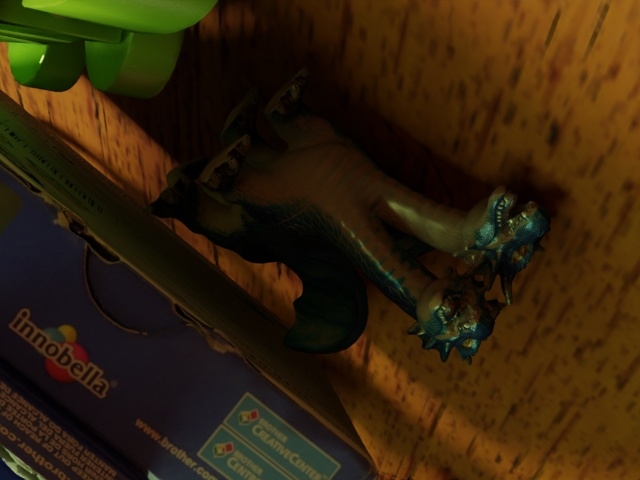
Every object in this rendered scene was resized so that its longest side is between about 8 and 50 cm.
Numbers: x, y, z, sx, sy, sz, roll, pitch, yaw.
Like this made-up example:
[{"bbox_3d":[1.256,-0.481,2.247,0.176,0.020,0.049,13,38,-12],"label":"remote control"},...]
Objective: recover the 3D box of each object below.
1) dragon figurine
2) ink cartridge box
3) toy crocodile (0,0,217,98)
[{"bbox_3d":[0.000,0.000,0.857,0.144,0.085,0.289,45,159,-12],"label":"dragon figurine"},{"bbox_3d":[-0.129,0.054,0.861,0.270,0.151,0.395,40,179,-8],"label":"ink cartridge box"},{"bbox_3d":[-0.144,-0.128,0.825,0.115,0.105,0.340,9,-179,-27],"label":"toy crocodile"}]
